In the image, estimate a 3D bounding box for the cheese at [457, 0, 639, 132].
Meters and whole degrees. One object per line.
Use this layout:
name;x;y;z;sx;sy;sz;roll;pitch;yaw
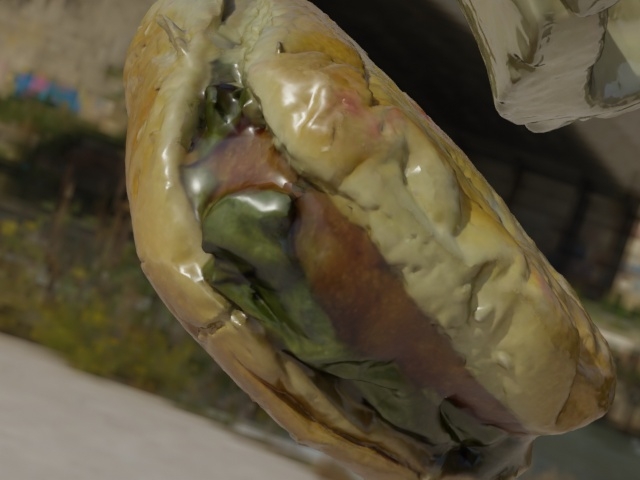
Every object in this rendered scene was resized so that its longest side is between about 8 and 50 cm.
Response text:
cheese;0.197;-0.197;1.053;0.153;0.292;0.332;64;3;16

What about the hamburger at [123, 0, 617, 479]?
hamburger;0.001;-0.001;0.999;0.330;0.162;0.209;53;10;3
